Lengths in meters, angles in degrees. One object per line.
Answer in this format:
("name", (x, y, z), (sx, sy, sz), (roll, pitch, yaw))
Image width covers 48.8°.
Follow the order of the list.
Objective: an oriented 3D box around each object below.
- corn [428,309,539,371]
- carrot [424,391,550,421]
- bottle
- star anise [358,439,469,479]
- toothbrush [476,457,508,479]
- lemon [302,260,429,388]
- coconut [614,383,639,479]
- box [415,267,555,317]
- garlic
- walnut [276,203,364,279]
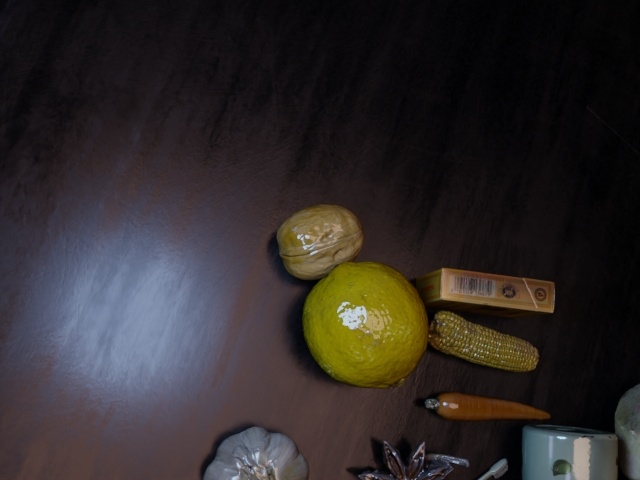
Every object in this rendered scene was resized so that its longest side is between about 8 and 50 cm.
("corn", (0.385, 0.244, 1.667), (0.292, 0.101, 0.101), (17, 77, -13))
("carrot", (0.400, 0.397, 1.658), (0.336, 0.069, 0.069), (8, 78, -15))
("bottle", (0.546, 0.600, 1.586), (0.229, 0.229, 0.351), (7, 82, -12))
("star anise", (0.206, 0.540, 1.577), (0.262, 0.081, 0.230), (-28, 87, -5))
("toothbrush", (0.323, 0.597, 1.623), (0.294, 0.026, 0.028), (-31, 103, -17))
("lemon", (0.097, 0.181, 1.524), (0.293, 0.293, 0.293), (2, 79, -13))
("coconut", (0.876, 0.478, 1.629), (0.353, 0.352, 0.352), (2, 79, -13))
("box", (0.377, 0.126, 1.644), (0.274, 0.174, 0.076), (7, 79, -11))
("garlic", (-0.132, 0.501, 1.471), (0.228, 0.152, 0.227), (2, 83, -17))
("walnut", (0.000, 0.000, 1.590), (0.197, 0.165, 0.165), (-27, 87, -16))
